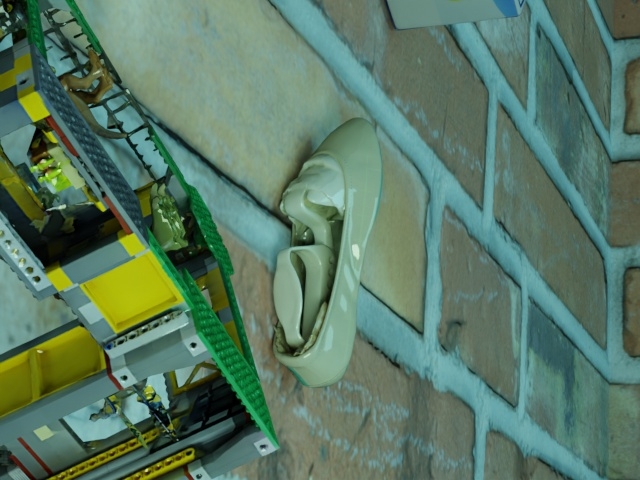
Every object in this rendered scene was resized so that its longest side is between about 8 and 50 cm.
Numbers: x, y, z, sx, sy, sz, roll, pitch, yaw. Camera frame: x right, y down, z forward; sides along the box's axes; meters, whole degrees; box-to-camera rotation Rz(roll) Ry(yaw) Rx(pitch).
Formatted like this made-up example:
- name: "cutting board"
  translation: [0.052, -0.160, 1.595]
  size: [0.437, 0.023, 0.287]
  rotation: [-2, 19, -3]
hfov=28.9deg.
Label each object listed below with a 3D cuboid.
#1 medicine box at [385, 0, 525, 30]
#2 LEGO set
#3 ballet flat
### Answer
- name: "medicine box"
  translation: [0.142, -0.418, 1.341]
  size: [0.289, 0.149, 0.263]
  rotation: [-68, 145, -43]
- name: "LEGO set"
  translation: [-0.172, 0.006, 0.620]
  size: [0.331, 0.192, 0.255]
  rotation: [61, 5, -49]
- name: "ballet flat"
  translation: [0.000, 0.000, 1.064]
  size: [0.086, 0.086, 0.248]
  rotation: [38, 54, -59]
